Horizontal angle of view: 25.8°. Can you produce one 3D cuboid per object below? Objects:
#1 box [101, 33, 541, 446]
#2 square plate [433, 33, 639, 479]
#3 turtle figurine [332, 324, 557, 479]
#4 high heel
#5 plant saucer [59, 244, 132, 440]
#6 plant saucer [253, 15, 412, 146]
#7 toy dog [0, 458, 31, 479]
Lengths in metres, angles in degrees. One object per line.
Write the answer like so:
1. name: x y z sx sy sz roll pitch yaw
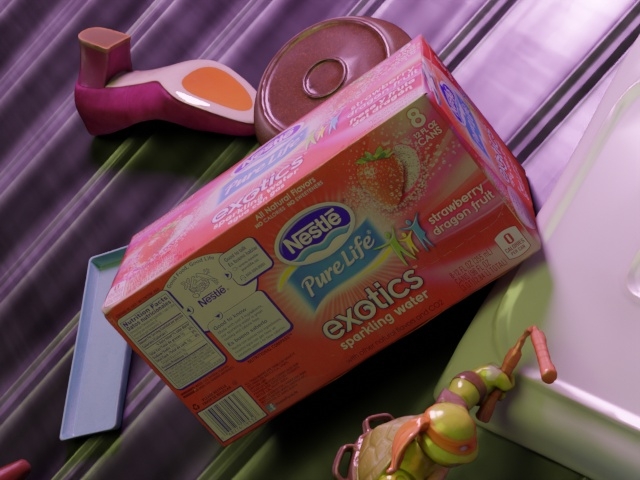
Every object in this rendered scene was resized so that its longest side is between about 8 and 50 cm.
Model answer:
1. box: 0.000 0.000 1.073 0.300 0.154 0.142 -34 20 18
2. square plate: 0.273 0.014 0.947 0.344 0.049 0.347 23 79 46
3. turtle figurine: 0.042 0.168 0.911 0.269 0.087 0.217 -55 -1 -45
4. high heel: -0.151 -0.122 1.387 0.244 0.117 0.082 21 39 25
5. plant saucer: -0.199 0.094 1.300 0.067 0.018 0.192 -17 53 31
6. plant saucer: 0.008 -0.139 1.259 0.168 0.029 0.168 -14 56 22
7. toy dog: -0.284 0.272 1.156 0.161 0.220 0.334 -25 49 -18
